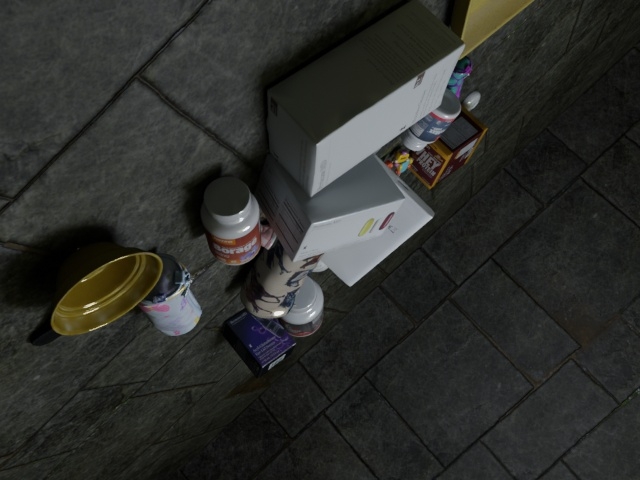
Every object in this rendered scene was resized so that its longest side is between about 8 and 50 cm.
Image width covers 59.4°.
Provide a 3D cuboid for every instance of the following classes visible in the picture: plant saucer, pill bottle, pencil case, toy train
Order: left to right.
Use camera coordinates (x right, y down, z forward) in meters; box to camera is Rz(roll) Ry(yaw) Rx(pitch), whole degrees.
[{"bbox_3d":[-0.342,0.127,1.263,0.124,0.113,0.273,-15,157,-12],"label":"pencil case"},{"bbox_3d":[-0.188,-0.040,1.187,0.121,0.121,0.216,-37,162,-18],"label":"pill bottle"},{"bbox_3d":[-0.072,0.045,1.583,0.184,0.160,0.410,-3,140,-41],"label":"pencil case"},{"bbox_3d":[-0.077,0.227,2.000,0.176,0.176,0.318,-38,163,-14],"label":"pill bottle"},{"bbox_3d":[0.227,-0.238,1.771,0.125,0.046,0.166,-45,160,13],"label":"toy train"},{"bbox_3d":[0.302,-0.335,1.574,0.108,0.108,0.180,-32,169,-32],"label":"pill bottle"},{"bbox_3d":[0.368,-0.439,1.545,0.064,0.070,0.151,-39,164,-13],"label":"pencil case"},{"bbox_3d":[0.411,-0.604,1.219,0.333,0.081,0.332,-40,162,-9],"label":"plant saucer"}]

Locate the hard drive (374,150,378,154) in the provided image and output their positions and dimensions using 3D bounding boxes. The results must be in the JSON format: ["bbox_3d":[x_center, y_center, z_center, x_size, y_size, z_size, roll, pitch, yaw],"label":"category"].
[{"bbox_3d":[0.162,-0.318,1.429,0.318,0.040,0.210,-48,163,19],"label":"hard drive"}]

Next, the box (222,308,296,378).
[{"bbox_3d":[-0.211,0.334,1.909,0.153,0.207,0.108,-33,161,-33],"label":"box"}]

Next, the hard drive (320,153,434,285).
[{"bbox_3d":[0.114,-0.047,1.578,0.353,0.233,0.047,-44,-176,36],"label":"hard drive"}]

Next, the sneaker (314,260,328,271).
[{"bbox_3d":[0.000,0.000,1.787,0.152,0.114,0.305,10,146,-27],"label":"sneaker"}]

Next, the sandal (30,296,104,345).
[{"bbox_3d":[-0.503,0.151,1.109,0.179,0.040,0.067,-31,160,11],"label":"sandal"}]

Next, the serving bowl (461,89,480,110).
[{"bbox_3d":[0.504,-0.460,1.872,0.083,0.027,0.083,-37,163,-13],"label":"serving bowl"}]

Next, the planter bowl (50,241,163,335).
[{"bbox_3d":[-0.404,0.067,1.018,0.217,0.090,0.217,-37,162,-14],"label":"planter bowl"}]

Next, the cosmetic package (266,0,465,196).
[{"bbox_3d":[0.083,-0.285,1.135,0.385,0.156,0.217,-39,165,-15],"label":"cosmetic package"}]

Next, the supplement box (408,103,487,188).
[{"bbox_3d":[0.410,-0.309,1.855,0.194,0.129,0.191,-35,162,-23],"label":"supplement box"}]

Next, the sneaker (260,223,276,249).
[{"bbox_3d":[-0.149,-0.026,1.454,0.051,0.070,0.134,-57,-171,17],"label":"sneaker"}]

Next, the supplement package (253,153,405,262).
[{"bbox_3d":[0.018,-0.099,1.281,0.262,0.204,0.145,-17,151,-31],"label":"supplement package"}]
